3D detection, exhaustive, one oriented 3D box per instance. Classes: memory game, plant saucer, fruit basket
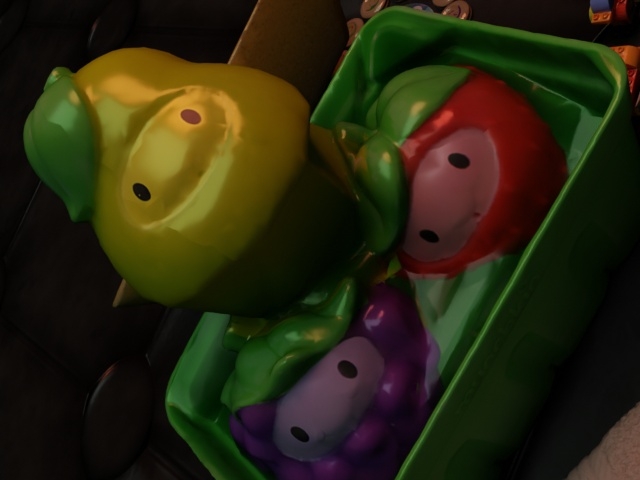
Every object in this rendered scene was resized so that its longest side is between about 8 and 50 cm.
[{"bbox_3d":[0.076,-0.203,0.855,0.186,0.012,0.186,-23,54,36],"label":"memory game"},{"bbox_3d":[-0.068,-0.092,0.798,0.333,0.081,0.333,-64,7,2],"label":"plant saucer"},{"bbox_3d":[0.000,0.000,0.558,0.283,0.392,0.392,31,93,49],"label":"fruit basket"}]

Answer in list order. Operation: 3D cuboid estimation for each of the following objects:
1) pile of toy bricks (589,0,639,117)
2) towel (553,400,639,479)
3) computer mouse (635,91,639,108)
[{"bbox_3d":[0.243,-0.194,0.606,0.118,0.105,0.212,4,73,47],"label":"pile of toy bricks"},{"bbox_3d":[0.175,0.212,0.429,0.187,0.049,0.282,-48,19,17],"label":"towel"},{"bbox_3d":[0.325,-0.175,0.523,0.188,0.072,0.272,14,86,24],"label":"computer mouse"}]
